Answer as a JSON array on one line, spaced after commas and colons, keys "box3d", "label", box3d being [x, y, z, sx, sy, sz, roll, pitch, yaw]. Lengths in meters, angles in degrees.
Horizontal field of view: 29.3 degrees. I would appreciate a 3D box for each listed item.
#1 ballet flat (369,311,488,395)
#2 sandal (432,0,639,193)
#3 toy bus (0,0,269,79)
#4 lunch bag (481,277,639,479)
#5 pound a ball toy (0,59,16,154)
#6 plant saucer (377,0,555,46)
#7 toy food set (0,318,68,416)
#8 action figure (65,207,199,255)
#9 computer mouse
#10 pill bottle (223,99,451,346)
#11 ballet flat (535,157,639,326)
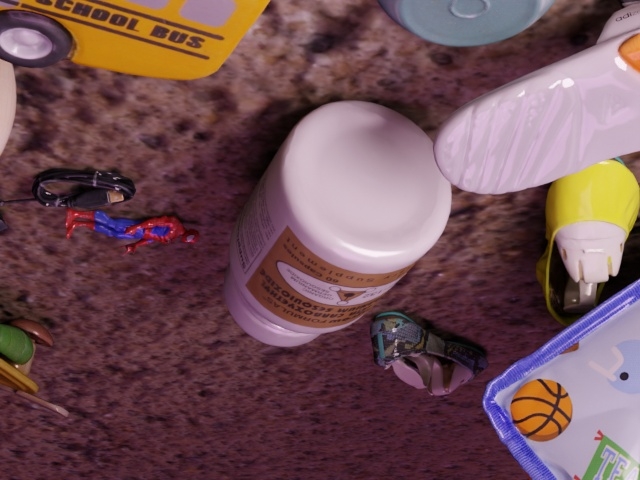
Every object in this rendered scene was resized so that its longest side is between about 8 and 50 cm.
[{"box3d": [0.116, 0.134, 1.318, 0.070, 0.070, 0.188, -20, 148, 38], "label": "ballet flat"}, {"box3d": [0.195, -0.110, 0.774, 0.265, 0.076, 0.102, -16, 131, 8], "label": "sandal"}, {"box3d": [-0.192, -0.178, 0.605, 0.332, 0.108, 0.130, 13, 152, -24], "label": "toy bus"}, {"box3d": [0.362, 0.129, 1.062, 0.385, 0.239, 0.328, -35, 154, 4], "label": "lunch bag"}, {"box3d": [-0.375, -0.059, 0.769, 0.319, 0.136, 0.208, -5, 172, 9], "label": "pound a ball toy"}, {"box3d": [0.091, -0.152, 0.754, 0.119, 0.021, 0.119, 1, 155, 1], "label": "plant saucer"}, {"box3d": [-0.341, 0.100, 1.273, 0.128, 0.071, 0.218, 17, 160, 24], "label": "toy food set"}, {"box3d": [-0.163, -0.008, 1.068, 0.115, 0.030, 0.038, 2, 150, -8], "label": "action figure"}, {"box3d": [-0.266, -0.018, 1.033, 0.242, 0.041, 0.071, -11, 152, 22], "label": "computer mouse"}, {"box3d": [0.000, 0.000, 0.954, 0.131, 0.131, 0.229, 9, 154, -16], "label": "pill bottle"}, {"box3d": [0.224, 0.010, 1.031, 0.077, 0.077, 0.231, 0, 155, 3], "label": "ballet flat"}]
